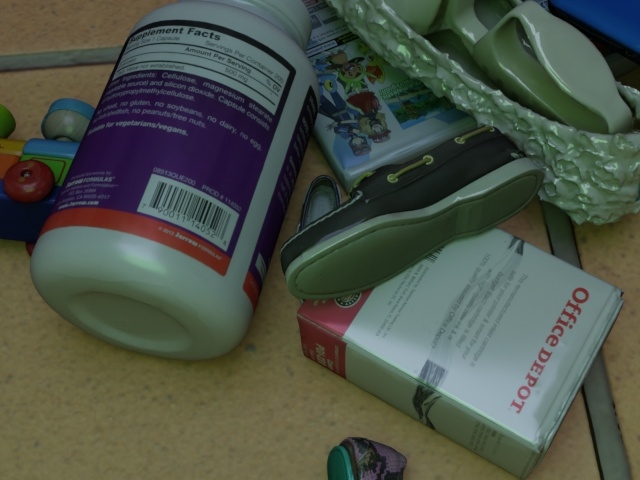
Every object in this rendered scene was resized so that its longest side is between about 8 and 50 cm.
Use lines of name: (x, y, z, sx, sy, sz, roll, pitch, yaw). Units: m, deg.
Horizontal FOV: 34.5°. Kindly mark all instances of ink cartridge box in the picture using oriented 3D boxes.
ink cartridge box: (0.114, 0.069, 0.846, 0.218, 0.092, 0.158, 27, 65, 17)

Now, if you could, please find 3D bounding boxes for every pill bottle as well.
pill bottle: (-0.108, -0.073, 0.878, 0.181, 0.181, 0.323, 12, 62, 8)

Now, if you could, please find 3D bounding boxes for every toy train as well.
toy train: (-0.327, -0.072, 0.936, 0.248, 0.105, 0.143, 6, 51, 5)

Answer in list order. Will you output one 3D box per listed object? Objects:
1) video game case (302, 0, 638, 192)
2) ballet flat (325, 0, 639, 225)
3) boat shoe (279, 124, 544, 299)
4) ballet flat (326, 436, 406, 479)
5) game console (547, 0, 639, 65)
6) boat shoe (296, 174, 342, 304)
video game case: (0.104, -0.228, 1.041, 0.329, 0.036, 0.300, -24, 63, -12)
ballet flat: (0.153, -0.187, 0.920, 0.147, 0.147, 0.409, -39, 71, -18)
boat shoe: (0.063, -0.024, 0.806, 0.228, 0.081, 0.068, -22, 58, -19)
ballet flat: (0.046, 0.255, 0.764, 0.079, 0.077, 0.221, 9, 60, -16)
game console: (0.396, -0.197, 0.963, 0.293, 0.173, 0.250, -38, 55, -16)
boat shoe: (0.000, 0.000, 0.917, 0.046, 0.038, 0.125, 6, 62, 5)
